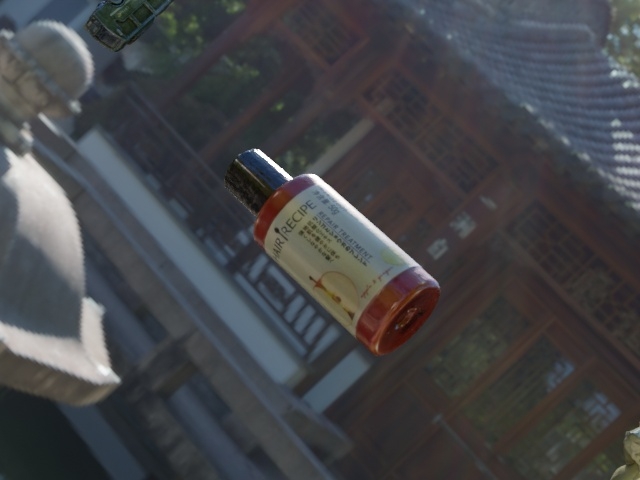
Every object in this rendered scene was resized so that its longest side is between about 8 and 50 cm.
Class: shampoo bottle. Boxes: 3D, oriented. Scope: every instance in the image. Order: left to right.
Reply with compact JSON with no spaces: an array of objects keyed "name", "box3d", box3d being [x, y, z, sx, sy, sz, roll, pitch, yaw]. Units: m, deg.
[{"name":"shampoo bottle","box3d":[0.000,0.000,1.197,0.278,0.104,0.104,42,-3,25]}]

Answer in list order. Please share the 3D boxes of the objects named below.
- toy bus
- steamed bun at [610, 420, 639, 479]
[{"name":"toy bus","box3d":[-0.228,-0.307,1.380,0.065,0.166,0.047,46,-33,-12]},{"name":"steamed bun","box3d":[0.507,0.315,1.350,0.206,0.275,0.320,-125,-158,-52]}]
